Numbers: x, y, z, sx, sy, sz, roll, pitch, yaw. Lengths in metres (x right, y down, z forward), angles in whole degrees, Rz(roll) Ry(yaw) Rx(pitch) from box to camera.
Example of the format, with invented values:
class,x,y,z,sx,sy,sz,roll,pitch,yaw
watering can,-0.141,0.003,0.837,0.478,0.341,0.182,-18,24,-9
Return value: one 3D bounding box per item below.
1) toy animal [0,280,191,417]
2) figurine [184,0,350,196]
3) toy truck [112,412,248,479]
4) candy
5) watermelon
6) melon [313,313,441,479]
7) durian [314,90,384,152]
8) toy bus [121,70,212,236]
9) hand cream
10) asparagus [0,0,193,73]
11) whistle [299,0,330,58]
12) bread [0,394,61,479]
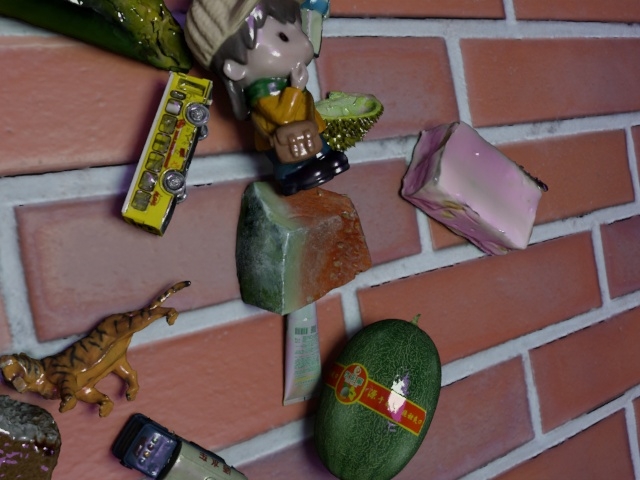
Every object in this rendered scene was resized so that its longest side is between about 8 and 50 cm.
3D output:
class,x,y,z,sx,sy,sz,roll,pitch,yaw
toy animal,-0.277,0.137,0.809,0.116,0.114,0.255,36,56,22
figurine,-0.083,-0.233,0.894,0.185,0.205,0.332,-43,129,-58
toy truck,-0.187,0.322,0.843,0.202,0.088,0.074,40,70,-23
candy,0.290,-0.094,1.138,0.265,0.116,0.155,30,73,-26
watermelon,0.000,0.000,0.973,0.257,0.140,0.192,-5,98,-39
melon,0.096,0.244,0.963,0.182,0.182,0.287,33,72,-25
durian,0.028,-0.204,1.027,0.215,0.086,0.100,-20,64,-34
toy bus,-0.211,-0.121,0.859,0.074,0.081,0.226,17,80,-7
hand cream,-0.029,0.176,0.977,0.076,0.047,0.174,-7,99,-32
asparagus,-0.327,-0.321,0.781,0.382,0.128,0.108,12,39,-32
whistle,-0.018,-0.421,1.001,0.114,0.077,0.235,-3,95,-59
bread,-0.484,0.168,0.630,0.417,0.165,0.113,32,73,-26
